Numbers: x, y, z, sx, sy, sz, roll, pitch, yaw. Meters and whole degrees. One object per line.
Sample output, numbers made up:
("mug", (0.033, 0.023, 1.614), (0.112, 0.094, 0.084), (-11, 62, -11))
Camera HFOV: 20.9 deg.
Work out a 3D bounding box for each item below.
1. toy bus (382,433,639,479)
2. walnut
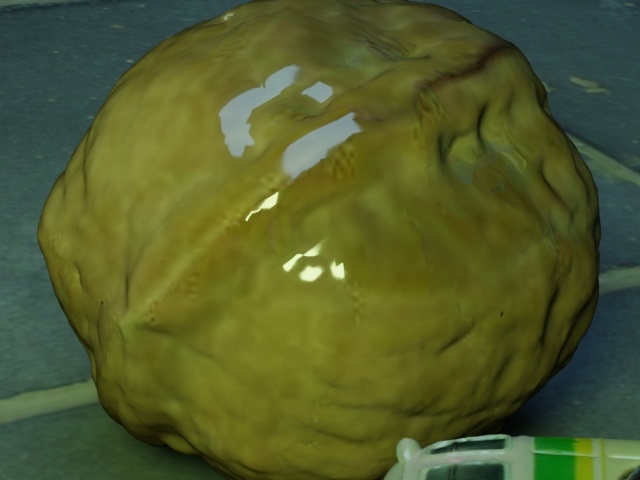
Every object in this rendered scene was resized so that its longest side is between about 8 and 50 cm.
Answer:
("toy bus", (0.095, 0.209, 0.755), (0.179, 0.143, 0.305), (4, 25, 5))
("walnut", (-0.002, 0.002, 1.023), (0.306, 0.306, 0.344), (21, 22, 31))
